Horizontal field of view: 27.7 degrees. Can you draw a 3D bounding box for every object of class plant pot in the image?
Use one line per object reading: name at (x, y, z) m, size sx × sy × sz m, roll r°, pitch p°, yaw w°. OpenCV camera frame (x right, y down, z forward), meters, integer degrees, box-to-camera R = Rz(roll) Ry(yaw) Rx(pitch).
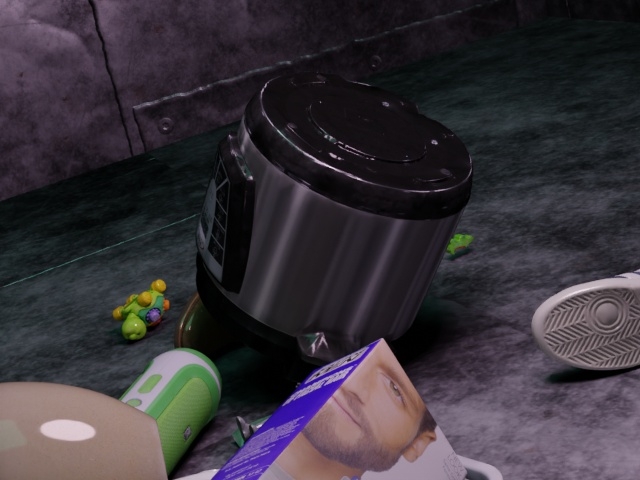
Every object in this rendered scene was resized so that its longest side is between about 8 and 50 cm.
plant pot at (-0.277, 0.292, 1.538) m, size 0.190 × 0.284 × 0.284 m, roll -11°, pitch 18°, yaw -9°

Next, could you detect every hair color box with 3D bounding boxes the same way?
hair color box at (0.015, 0.254, 1.293) m, size 0.110 × 0.185 × 0.339 m, roll -29°, pitch 6°, yaw 28°

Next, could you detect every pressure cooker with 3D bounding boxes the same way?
pressure cooker at (0.006, 0.002, 1.989) m, size 0.375 × 0.420 × 0.370 m, roll 34°, pitch 33°, yaw 20°

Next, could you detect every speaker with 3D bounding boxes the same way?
speaker at (-0.238, 0.263, 1.805) m, size 0.131 × 0.131 × 0.296 m, roll -7°, pitch 20°, yaw 20°

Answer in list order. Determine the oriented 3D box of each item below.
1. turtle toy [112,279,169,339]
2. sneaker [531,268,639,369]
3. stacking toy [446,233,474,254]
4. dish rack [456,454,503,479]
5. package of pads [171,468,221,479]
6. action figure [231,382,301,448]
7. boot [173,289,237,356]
turtle toy at (-0.324, 0.132, 2.356) m, size 0.095 × 0.066 × 0.130 m, roll -30°, pitch 10°, yaw 34°
sneaker at (0.458, 0.092, 1.849) m, size 0.350 × 0.131 × 0.148 m, roll -10°, pitch 11°, yaw -7°
stacking toy at (0.145, 0.027, 2.367) m, size 0.221 × 0.052 × 0.167 m, roll -22°, pitch 22°, yaw -28°
dish rack at (0.025, 0.329, 1.525) m, size 0.285 × 0.072 × 0.332 m, roll -27°, pitch 22°, yaw -36°
package of pads at (-0.196, 0.373, 1.305) m, size 0.296 × 0.229 × 0.101 m, roll -16°, pitch 19°, yaw -7°
action figure at (-0.001, 0.237, 1.839) m, size 0.232 × 0.064 × 0.137 m, roll -18°, pitch 15°, yaw -24°
boot at (-0.131, 0.122, 2.207) m, size 0.115 × 0.112 × 0.305 m, roll 11°, pitch 27°, yaw 31°
